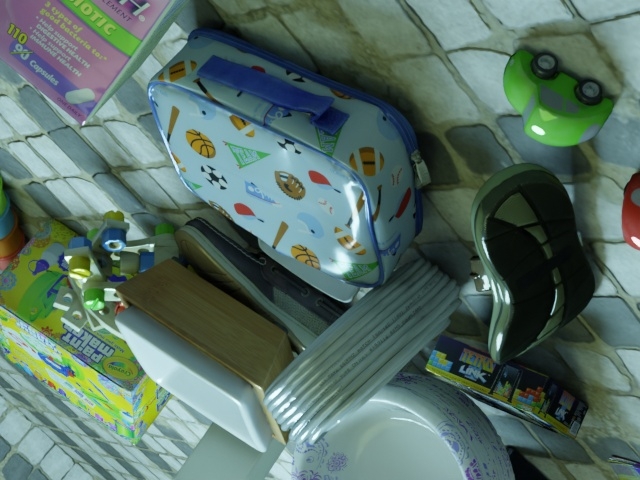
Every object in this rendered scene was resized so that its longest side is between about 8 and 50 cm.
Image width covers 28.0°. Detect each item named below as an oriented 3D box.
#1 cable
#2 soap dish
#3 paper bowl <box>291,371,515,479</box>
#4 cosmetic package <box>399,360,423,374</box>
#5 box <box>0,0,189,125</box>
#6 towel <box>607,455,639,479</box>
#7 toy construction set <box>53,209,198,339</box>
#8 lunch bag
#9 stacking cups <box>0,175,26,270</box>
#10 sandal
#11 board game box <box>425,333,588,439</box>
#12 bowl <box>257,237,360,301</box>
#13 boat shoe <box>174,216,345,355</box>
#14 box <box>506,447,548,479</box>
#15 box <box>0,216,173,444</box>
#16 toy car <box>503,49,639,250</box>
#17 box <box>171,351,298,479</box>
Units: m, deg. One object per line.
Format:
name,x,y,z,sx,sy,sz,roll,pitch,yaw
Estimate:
cable,0.049,0.120,1.435,0.089,0.257,0.257,48,146,5
soap dish,-0.137,0.152,1.690,0.229,0.118,0.291,31,163,16
paper bowl,0.115,0.307,1.625,0.284,0.148,0.284,5,99,36
cosmetic package,0.092,0.177,1.712,0.041,0.060,0.115,0,139,52
box,-0.219,-0.266,1.154,0.213,0.117,0.243,40,131,-7
towel,0.398,0.293,1.580,0.083,0.009,0.060,11,145,43
toy construction set,-0.284,0.078,1.867,0.215,0.151,0.328,4,160,-18
lunch bag,-0.028,-0.089,1.331,0.303,0.115,0.243,25,151,25
stacking cups,-0.541,-0.047,2.120,0.096,0.096,0.316,29,160,16
sandal,0.197,0.015,1.256,0.086,0.120,0.303,53,167,37
board game box,0.218,0.170,1.486,0.141,0.048,0.170,22,173,31
bowl,0.000,0.000,1.522,0.142,0.053,0.142,34,156,7
boat shoe,-0.064,0.057,1.659,0.285,0.092,0.103,42,163,-18
box,0.165,0.482,1.878,0.212,0.293,0.395,43,155,-15
box,-0.377,0.157,2.143,0.290,0.177,0.279,33,156,9
toy car,0.242,-0.077,1.067,0.225,0.053,0.239,32,155,9
box,-0.102,0.284,1.891,0.094,0.275,0.113,29,155,15
